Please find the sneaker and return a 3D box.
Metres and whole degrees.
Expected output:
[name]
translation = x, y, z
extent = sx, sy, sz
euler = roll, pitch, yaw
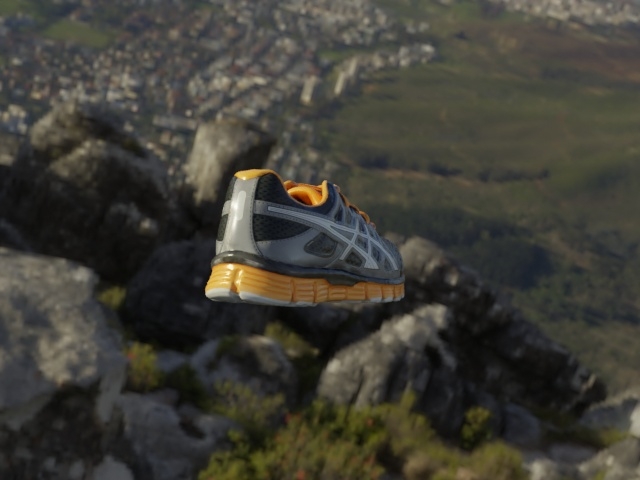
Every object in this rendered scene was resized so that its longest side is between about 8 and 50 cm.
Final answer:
[sneaker]
translation = 0.000, 0.000, 0.873
extent = 0.084, 0.083, 0.215
euler = 1, -1, 24
